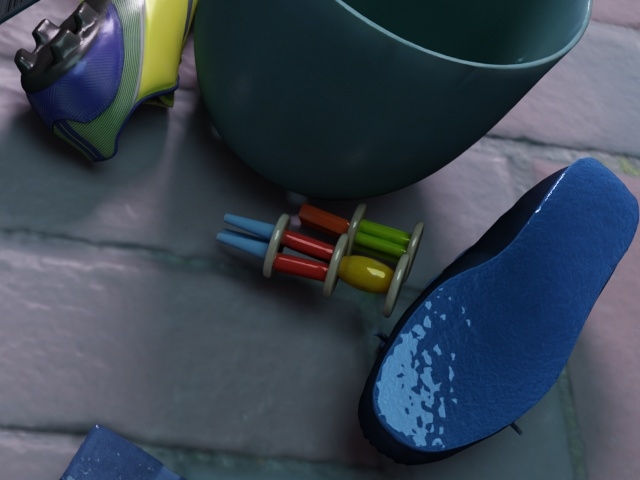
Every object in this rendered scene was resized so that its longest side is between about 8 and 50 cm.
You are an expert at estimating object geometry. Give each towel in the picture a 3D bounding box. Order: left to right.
[{"bbox_3d":[-0.127,0.187,1.234,0.119,0.029,0.067,35,51,-3],"label":"towel"}]

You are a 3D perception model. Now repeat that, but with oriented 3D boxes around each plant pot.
[{"bbox_3d":[0.031,-0.172,1.395,0.293,0.235,0.293,17,46,-19],"label":"plant pot"}]

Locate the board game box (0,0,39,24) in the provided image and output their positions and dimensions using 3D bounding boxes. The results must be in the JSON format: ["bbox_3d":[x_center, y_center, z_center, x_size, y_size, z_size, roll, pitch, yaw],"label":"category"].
[{"bbox_3d":[-0.385,-0.266,1.277,0.254,0.079,0.336,-37,80,-27],"label":"board game box"}]

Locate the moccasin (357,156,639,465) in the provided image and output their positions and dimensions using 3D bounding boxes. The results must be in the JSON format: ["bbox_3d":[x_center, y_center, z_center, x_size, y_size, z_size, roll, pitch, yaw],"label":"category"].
[{"bbox_3d":[0.142,0.070,1.389,0.138,0.117,0.342,51,53,1],"label":"moccasin"}]

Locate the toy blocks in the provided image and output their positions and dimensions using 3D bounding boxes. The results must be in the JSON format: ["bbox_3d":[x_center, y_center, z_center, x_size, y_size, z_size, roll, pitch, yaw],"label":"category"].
[{"bbox_3d":[0.000,0.000,1.386,0.148,0.054,0.123,18,25,5],"label":"toy blocks"}]

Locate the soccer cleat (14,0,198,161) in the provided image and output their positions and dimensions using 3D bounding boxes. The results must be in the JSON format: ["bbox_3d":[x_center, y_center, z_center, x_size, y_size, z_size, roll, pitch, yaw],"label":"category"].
[{"bbox_3d":[-0.145,-0.174,1.435,0.121,0.093,0.289,57,42,-24],"label":"soccer cleat"}]
